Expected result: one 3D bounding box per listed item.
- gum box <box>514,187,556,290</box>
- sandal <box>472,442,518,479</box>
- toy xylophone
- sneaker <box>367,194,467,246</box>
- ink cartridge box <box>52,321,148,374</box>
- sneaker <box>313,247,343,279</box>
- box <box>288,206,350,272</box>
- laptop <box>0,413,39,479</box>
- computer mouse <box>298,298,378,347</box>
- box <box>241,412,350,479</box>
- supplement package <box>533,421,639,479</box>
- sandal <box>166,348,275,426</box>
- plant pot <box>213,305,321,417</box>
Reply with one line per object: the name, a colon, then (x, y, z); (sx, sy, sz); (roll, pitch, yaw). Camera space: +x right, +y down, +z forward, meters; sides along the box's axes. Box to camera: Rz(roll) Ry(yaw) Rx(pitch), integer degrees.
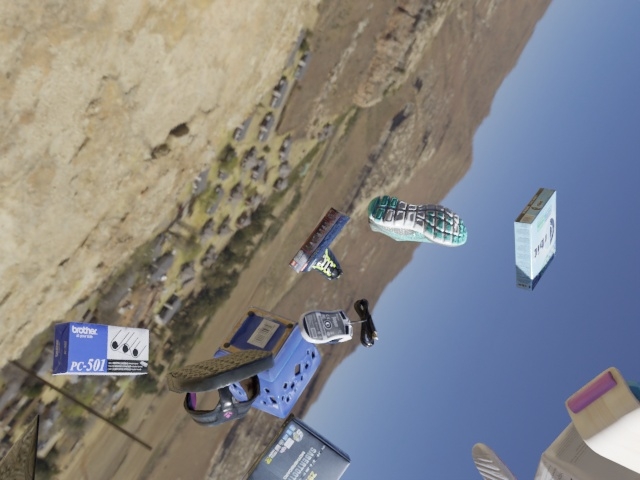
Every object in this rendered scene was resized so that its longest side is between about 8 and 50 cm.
gum box: (0.496, -0.003, 1.337); (0.157, 0.041, 0.184); (-41, 131, -38)
sandal: (0.408, 0.500, 1.134); (0.076, 0.265, 0.102); (-24, 154, -24)
toy xylophone: (0.578, 0.304, 0.925); (0.236, 0.323, 0.081); (-46, -162, 33)
sneaker: (0.154, -0.025, 0.947); (0.076, 0.167, 0.064); (105, 2, -69)
ink cartridge box: (-0.438, 0.222, 1.177); (0.207, 0.046, 0.097); (24, 59, -59)
sneaker: (0.022, 0.064, 1.686); (0.084, 0.097, 0.235); (-52, 163, -1)
box: (0.000, 0.000, 1.114); (0.137, 0.027, 0.094); (-53, 168, 8)
laptop: (-0.493, 0.493, 1.006); (0.234, 0.264, 0.136); (-50, 178, 12)
computer mouse: (0.029, 0.173, 1.182); (0.042, 0.193, 0.105); (-39, -122, 47)
box: (-0.067, 0.572, 1.419); (0.232, 0.183, 0.059); (-52, -177, -4)
supplement package: (0.645, 0.573, 1.286); (0.175, 0.293, 0.177); (-23, 127, -39)
sandal: (-0.178, 0.262, 1.036); (0.446, 0.168, 0.106); (143, -67, -69)
plant pot: (-0.160, 0.339, 1.706); (0.236, 0.236, 0.212); (-54, 149, -37)
